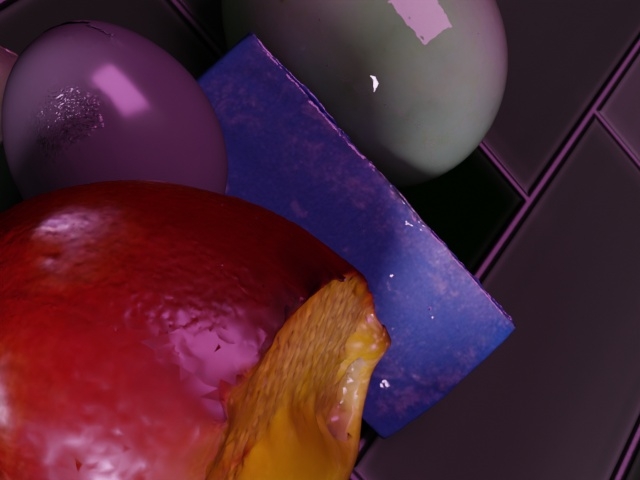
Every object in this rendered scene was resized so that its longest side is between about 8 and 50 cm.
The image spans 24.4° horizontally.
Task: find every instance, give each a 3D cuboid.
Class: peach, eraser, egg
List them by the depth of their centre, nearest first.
[{"bbox_3d":[-0.077,0.102,0.905,0.338,0.281,0.281,17,52,-37],"label":"peach"},{"bbox_3d":[-0.142,-0.065,1.027,0.146,0.146,0.199,-77,154,-43],"label":"egg"},{"bbox_3d":[0.000,0.000,1.146,0.312,0.144,0.042,48,7,-7],"label":"eraser"},{"bbox_3d":[0.034,-0.171,1.234,0.270,0.220,0.220,56,40,1],"label":"egg"}]

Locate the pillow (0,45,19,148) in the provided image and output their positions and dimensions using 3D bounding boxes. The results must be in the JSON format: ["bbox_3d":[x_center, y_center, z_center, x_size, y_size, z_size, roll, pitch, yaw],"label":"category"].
[{"bbox_3d":[-0.290,-0.131,1.020,0.208,0.053,0.119,34,43,-18],"label":"pillow"}]
